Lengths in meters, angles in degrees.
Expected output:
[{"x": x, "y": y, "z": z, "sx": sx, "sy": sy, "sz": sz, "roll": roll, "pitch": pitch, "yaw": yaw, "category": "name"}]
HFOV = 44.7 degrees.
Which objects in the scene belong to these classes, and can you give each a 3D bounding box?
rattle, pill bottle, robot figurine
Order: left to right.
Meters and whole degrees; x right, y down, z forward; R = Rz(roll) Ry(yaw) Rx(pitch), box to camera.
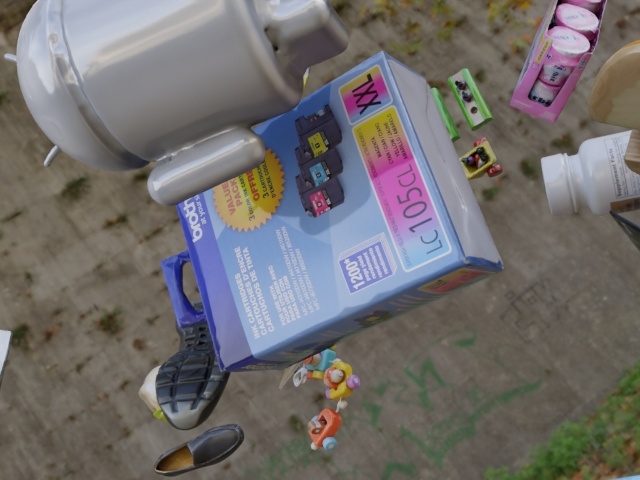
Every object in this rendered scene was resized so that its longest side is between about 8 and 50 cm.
[{"x": -0.154, "y": -0.191, "z": 0.793, "sx": 0.353, "sy": 0.300, "sz": 0.200, "roll": -18, "pitch": -9, "yaw": 13, "category": "robot figurine"}, {"x": -0.254, "y": 0.258, "z": 1.538, "sx": 0.199, "sy": 0.130, "sz": 0.143, "roll": -28, "pitch": -37, "yaw": -51, "category": "rattle"}, {"x": 0.488, "y": -0.110, "z": 1.278, "sx": 0.229, "sy": 0.131, "sz": 0.131, "roll": -11, "pitch": -7, "yaw": 18, "category": "pill bottle"}]

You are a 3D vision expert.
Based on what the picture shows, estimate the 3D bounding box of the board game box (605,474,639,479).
[{"x": 0.689, "y": 0.594, "z": 1.500, "sx": 0.301, "sy": 0.308, "sz": 0.086, "roll": -9, "pitch": -58, "yaw": 2, "category": "board game box"}]

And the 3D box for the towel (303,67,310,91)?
[{"x": -0.042, "y": -0.308, "z": 1.388, "sx": 0.009, "sy": 0.060, "sz": 0.083, "roll": -3, "pitch": -65, "yaw": -49, "category": "towel"}]

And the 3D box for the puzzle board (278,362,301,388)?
[{"x": -0.034, "y": 0.192, "z": 1.367, "sx": 0.096, "sy": 0.011, "sz": 0.128, "roll": -56, "pitch": 7, "yaw": 30, "category": "puzzle board"}]

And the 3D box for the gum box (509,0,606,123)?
[{"x": 0.300, "y": -0.242, "z": 0.972, "sx": 0.107, "sy": 0.062, "sz": 0.188, "roll": 107, "pitch": -171, "yaw": -48, "category": "gum box"}]

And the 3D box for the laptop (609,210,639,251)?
[{"x": 0.608, "y": 0.023, "z": 1.144, "sx": 0.264, "sy": 0.137, "sz": 0.234, "roll": -24, "pitch": -48, "yaw": 34, "category": "laptop"}]

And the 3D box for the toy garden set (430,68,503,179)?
[{"x": 0.196, "y": -0.168, "z": 1.409, "sx": 0.244, "sy": 0.204, "sz": 0.049, "roll": -30, "pitch": -21, "yaw": 25, "category": "toy garden set"}]

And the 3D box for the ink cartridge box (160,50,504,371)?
[{"x": -0.016, "y": -0.007, "z": 0.959, "sx": 0.395, "sy": 0.270, "sz": 0.151, "roll": -28, "pitch": -20, "yaw": 26, "category": "ink cartridge box"}]

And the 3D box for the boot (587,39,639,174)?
[{"x": 0.334, "y": -0.195, "z": 0.731, "sx": 0.295, "sy": 0.104, "sz": 0.211, "roll": 29, "pitch": -102, "yaw": -63, "category": "boot"}]

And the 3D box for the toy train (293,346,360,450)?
[{"x": -0.006, "y": 0.219, "z": 1.142, "sx": 0.046, "sy": 0.166, "sz": 0.125, "roll": 25, "pitch": -70, "yaw": -33, "category": "toy train"}]

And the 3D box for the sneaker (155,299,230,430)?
[{"x": -0.161, "y": 0.185, "z": 1.091, "sx": 0.101, "sy": 0.106, "sz": 0.267, "roll": -5, "pitch": 25, "yaw": 3, "category": "sneaker"}]

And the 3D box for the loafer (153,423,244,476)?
[{"x": -0.215, "y": 0.376, "z": 1.377, "sx": 0.170, "sy": 0.062, "sz": 0.061, "roll": -29, "pitch": -11, "yaw": 6, "category": "loafer"}]

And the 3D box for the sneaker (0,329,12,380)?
[{"x": -0.638, "y": 0.229, "z": 1.326, "sx": 0.178, "sy": 0.295, "sz": 0.124, "roll": 13, "pitch": -72, "yaw": -19, "category": "sneaker"}]
